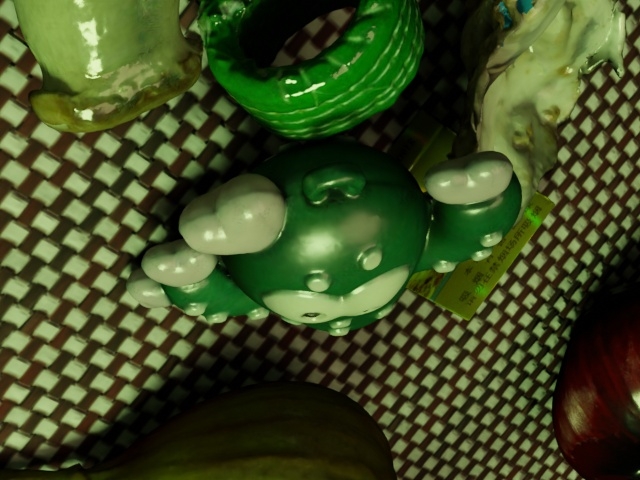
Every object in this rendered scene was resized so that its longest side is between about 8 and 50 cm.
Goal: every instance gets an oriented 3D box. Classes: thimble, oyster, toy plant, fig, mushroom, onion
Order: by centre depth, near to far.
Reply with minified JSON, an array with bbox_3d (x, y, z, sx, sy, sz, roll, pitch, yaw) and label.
[{"bbox_3d":[-0.114,-0.206,0.839,0.107,0.087,0.333,-26,134,-34],"label":"mushroom"},{"bbox_3d":[-0.005,-0.125,0.992,0.130,0.118,0.090,-13,157,16],"label":"thimble"},{"bbox_3d":[0.005,-0.001,1.062,0.232,0.113,0.243,-4,161,-26],"label":"toy plant"},{"bbox_3d":[-0.095,0.186,1.147,0.320,0.217,0.217,18,110,-24],"label":"fig"},{"bbox_3d":[0.137,-0.119,1.154,0.223,0.083,0.214,-57,148,-18],"label":"oyster"},{"bbox_3d":[0.340,0.161,1.472,0.273,0.285,0.273,-4,147,-2],"label":"onion"}]

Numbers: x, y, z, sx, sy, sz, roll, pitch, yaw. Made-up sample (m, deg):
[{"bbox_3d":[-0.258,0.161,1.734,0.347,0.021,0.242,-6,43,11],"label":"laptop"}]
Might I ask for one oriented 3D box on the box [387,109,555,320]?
[{"bbox_3d":[0.097,-0.016,1.265,0.121,0.030,0.193,-54,144,6],"label":"box"}]
